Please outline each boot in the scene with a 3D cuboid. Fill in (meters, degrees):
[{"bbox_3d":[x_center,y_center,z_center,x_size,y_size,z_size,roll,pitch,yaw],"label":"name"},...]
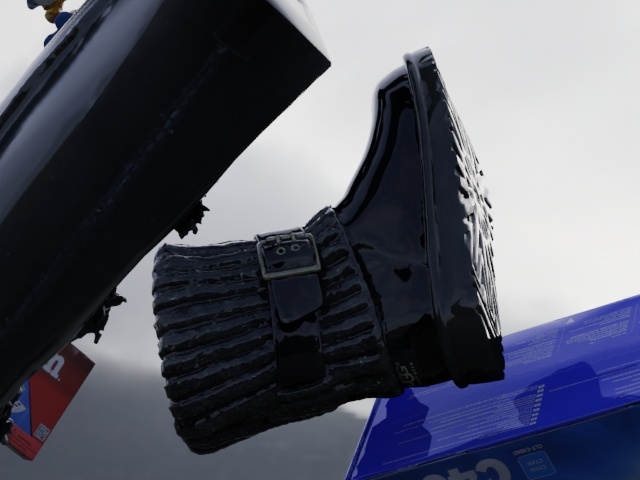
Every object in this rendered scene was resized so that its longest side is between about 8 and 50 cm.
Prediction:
[{"bbox_3d":[-0.198,-0.017,1.052,0.146,0.445,0.367,32,11,-29],"label":"boot"},{"bbox_3d":[-0.001,-0.002,1.448,0.260,0.348,0.131,-14,-47,13],"label":"boot"}]

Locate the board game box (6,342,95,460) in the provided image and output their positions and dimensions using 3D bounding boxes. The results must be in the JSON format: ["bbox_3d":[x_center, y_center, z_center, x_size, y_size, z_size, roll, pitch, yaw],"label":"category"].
[{"bbox_3d":[-0.403,0.119,2.132,0.281,0.145,0.027,43,-25,-27],"label":"board game box"}]

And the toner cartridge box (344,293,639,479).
[{"bbox_3d":[0.199,0.127,1.416,0.348,0.165,0.075,-19,-66,25],"label":"toner cartridge box"}]

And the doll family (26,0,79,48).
[{"bbox_3d":[-0.205,-0.291,1.763,0.118,0.263,0.163,44,11,-7],"label":"doll family"}]
